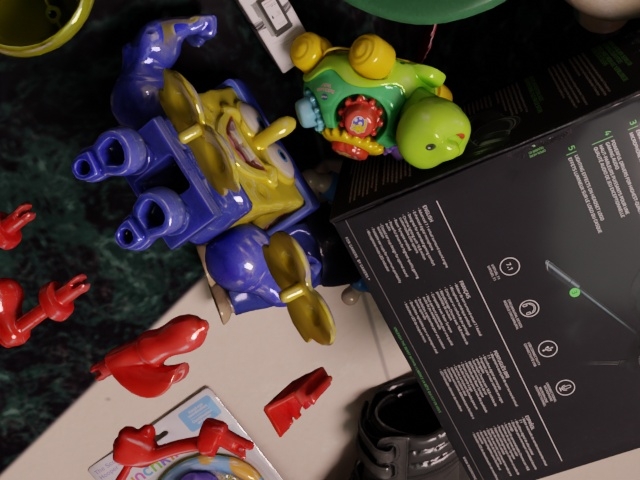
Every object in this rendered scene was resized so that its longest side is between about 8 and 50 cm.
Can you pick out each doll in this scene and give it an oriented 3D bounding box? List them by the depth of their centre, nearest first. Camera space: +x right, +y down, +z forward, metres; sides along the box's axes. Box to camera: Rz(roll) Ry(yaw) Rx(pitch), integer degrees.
[{"bbox_3d":[0.000,0.000,0.676,0.189,0.046,0.129,-19,120,-10],"label":"doll"}]

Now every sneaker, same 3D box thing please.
[{"bbox_3d":[0.045,0.236,0.836,0.295,0.104,0.147,-36,125,0],"label":"sneaker"}]

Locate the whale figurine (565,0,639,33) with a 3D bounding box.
[{"bbox_3d":[0.235,-0.242,0.568,0.272,0.141,0.216,-11,147,-44],"label":"whale figurine"}]

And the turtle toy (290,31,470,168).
[{"bbox_3d":[0.038,-0.082,0.534,0.095,0.130,0.066,21,85,-48],"label":"turtle toy"}]

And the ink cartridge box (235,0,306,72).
[{"bbox_3d":[-0.039,-0.155,0.548,0.028,0.048,0.083,-33,129,1],"label":"ink cartridge box"}]

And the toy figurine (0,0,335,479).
[{"bbox_3d":[-0.107,-0.052,0.548,0.191,0.217,0.363,-35,87,22],"label":"toy figurine"}]

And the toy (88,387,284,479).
[{"bbox_3d":[-0.084,0.265,0.767,0.137,0.056,0.237,-35,107,5],"label":"toy"}]

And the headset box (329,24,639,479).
[{"bbox_3d":[0.189,0.008,0.586,0.283,0.131,0.246,-23,111,17],"label":"headset box"}]

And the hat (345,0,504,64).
[{"bbox_3d":[0.070,-0.213,0.541,0.173,0.183,0.208,44,105,1],"label":"hat"}]
